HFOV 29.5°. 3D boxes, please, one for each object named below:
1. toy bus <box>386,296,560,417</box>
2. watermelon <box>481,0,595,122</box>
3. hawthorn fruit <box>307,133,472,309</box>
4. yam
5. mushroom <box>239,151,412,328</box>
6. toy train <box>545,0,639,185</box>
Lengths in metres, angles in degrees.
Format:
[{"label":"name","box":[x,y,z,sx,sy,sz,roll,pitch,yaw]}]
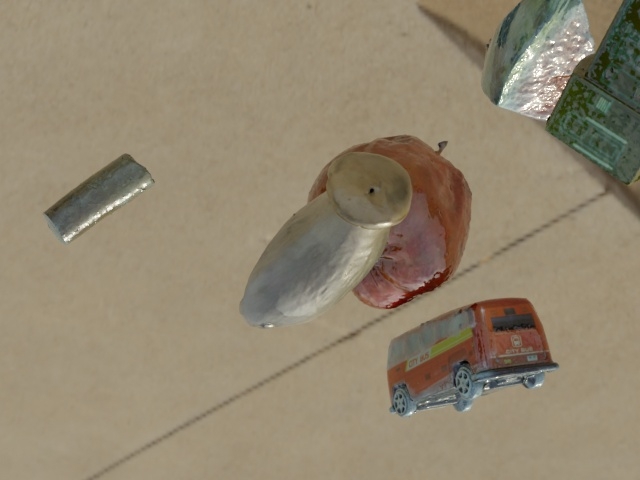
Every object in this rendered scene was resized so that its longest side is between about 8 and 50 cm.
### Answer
[{"label":"toy bus","box":[0.178,0.153,1.551,0.121,0.120,0.265,-4,165,-27]},{"label":"watermelon","box":[0.186,-0.149,1.039,0.094,0.081,0.180,5,157,7]},{"label":"hawthorn fruit","box":[0.101,-0.047,1.505,0.207,0.243,0.207,22,139,21]},{"label":"yam","box":[-0.260,-0.050,1.420,0.132,0.054,0.054,-37,129,-8]},{"label":"mushroom","box":[0.007,0.004,1.173,0.108,0.096,0.247,13,145,-25]},{"label":"toy train","box":[0.253,-0.129,0.801,0.137,0.090,0.225,37,127,20]}]
